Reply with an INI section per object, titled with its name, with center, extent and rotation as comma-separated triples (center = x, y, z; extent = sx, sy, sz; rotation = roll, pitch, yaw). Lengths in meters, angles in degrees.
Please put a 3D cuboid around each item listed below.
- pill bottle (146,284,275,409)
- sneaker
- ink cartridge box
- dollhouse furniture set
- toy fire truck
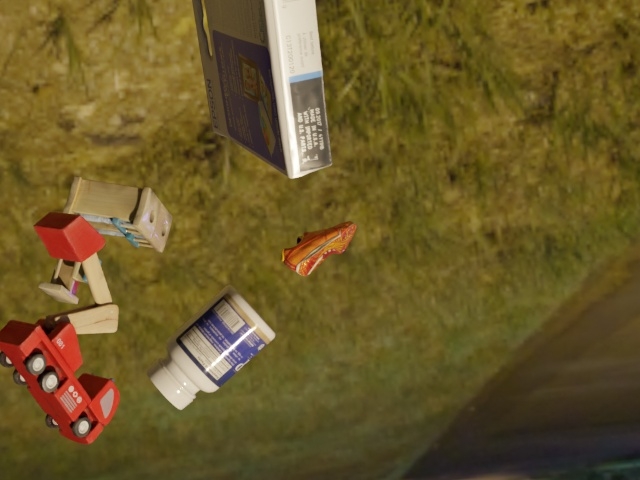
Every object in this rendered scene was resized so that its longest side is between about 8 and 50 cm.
[pill bottle]
center = -0.172, 0.168, 1.559
extent = 0.187, 0.112, 0.112
rotation = -42, 167, -4
[sneaker]
center = 0.000, 0.000, 1.786
extent = 0.175, 0.067, 0.064
rotation = -28, 144, -43
[ink cartridge box]
center = -0.057, -0.174, 0.832
extent = 0.045, 0.206, 0.208
rotation = -15, -159, -20
[dollhouse furniture set]
center = -0.331, 0.016, 1.578
extent = 0.129, 0.183, 0.129
rotation = 9, 162, 13
[toy fire truck]
center = -0.233, 0.084, 0.951
extent = 0.047, 0.135, 0.192
rotation = 6, 135, 37
